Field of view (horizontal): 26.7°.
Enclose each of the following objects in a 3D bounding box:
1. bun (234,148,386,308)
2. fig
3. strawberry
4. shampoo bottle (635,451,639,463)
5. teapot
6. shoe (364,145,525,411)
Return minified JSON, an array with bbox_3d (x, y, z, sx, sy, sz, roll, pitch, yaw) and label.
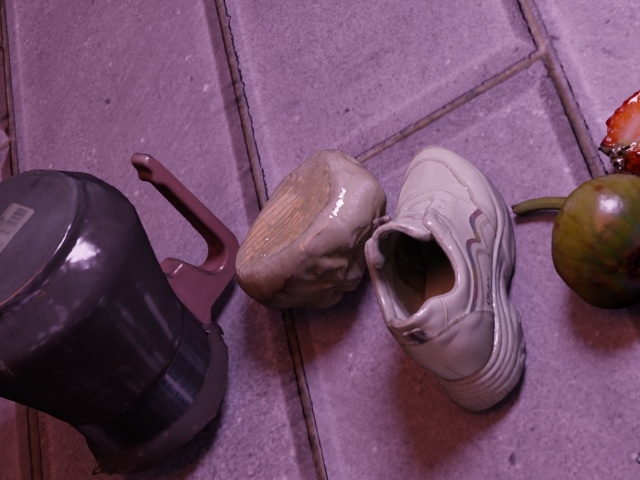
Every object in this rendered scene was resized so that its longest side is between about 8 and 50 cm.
[{"bbox_3d":[0.000,0.000,1.694,0.231,0.133,0.231,-41,24,23],"label":"bun"},{"bbox_3d":[0.299,-0.017,1.516,0.149,0.149,0.245,-50,27,1],"label":"fig"},{"bbox_3d":[0.383,-0.132,1.549,0.152,0.048,0.104,-46,37,-17],"label":"strawberry"},{"bbox_3d":[0.405,0.097,1.379,0.098,0.071,0.309,11,73,37],"label":"shampoo bottle"},{"bbox_3d":[-0.274,0.083,1.704,0.306,0.362,0.376,15,63,46],"label":"teapot"},{"bbox_3d":[0.130,0.007,1.540,0.132,0.210,0.342,-24,52,25],"label":"shoe"}]
